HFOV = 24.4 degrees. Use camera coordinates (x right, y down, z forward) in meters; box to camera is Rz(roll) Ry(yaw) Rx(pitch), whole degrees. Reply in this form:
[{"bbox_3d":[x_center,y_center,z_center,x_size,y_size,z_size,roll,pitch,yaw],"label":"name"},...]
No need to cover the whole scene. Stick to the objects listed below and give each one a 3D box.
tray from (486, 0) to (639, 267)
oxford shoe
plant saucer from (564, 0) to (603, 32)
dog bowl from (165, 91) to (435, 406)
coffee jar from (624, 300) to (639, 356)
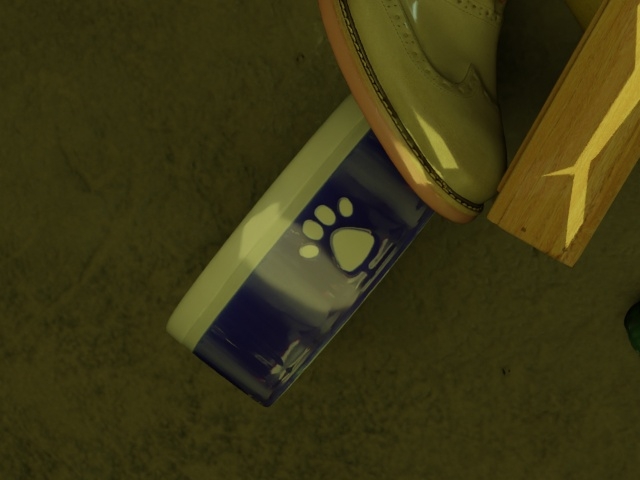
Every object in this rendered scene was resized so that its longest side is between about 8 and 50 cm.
[{"bbox_3d":[0.251,-0.194,0.972,0.076,0.203,0.411,31,113,8],"label":"tray"},{"bbox_3d":[0.085,-0.209,1.058,0.146,0.140,0.397,-22,69,28],"label":"oxford shoe"},{"bbox_3d":[0.318,-0.256,1.087,0.333,0.081,0.333,-31,96,23],"label":"plant saucer"},{"bbox_3d":[0.000,0.000,1.167,0.104,0.265,0.265,39,114,0],"label":"dog bowl"},{"bbox_3d":[0.340,0.046,1.174,0.184,0.079,0.096,-40,92,24],"label":"coffee jar"}]
